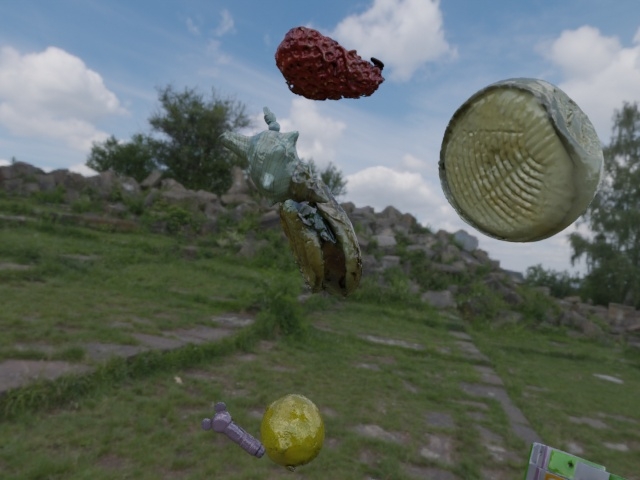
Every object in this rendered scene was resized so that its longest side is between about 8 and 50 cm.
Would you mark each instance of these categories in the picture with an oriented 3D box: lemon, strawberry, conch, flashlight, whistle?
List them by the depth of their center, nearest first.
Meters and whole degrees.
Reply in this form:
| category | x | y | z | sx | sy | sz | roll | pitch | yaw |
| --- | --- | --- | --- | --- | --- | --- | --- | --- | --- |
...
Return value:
| category | x | y | z | sx | sy | sz | roll | pitch | yaw |
| --- | --- | --- | --- | --- | --- | --- | --- | --- | --- |
| flashlight | -0.136 | 0.310 | 0.763 | 0.110 | 0.052 | 0.031 | 39 | -5 | -2 |
| strawberry | 0.010 | -0.282 | 0.794 | 0.188 | 0.082 | 0.121 | 22 | -10 | 5 |
| conch | -0.082 | -0.146 | 0.906 | 0.234 | 0.137 | 0.114 | 47 | 14 | -11 |
| lemon | -0.074 | 0.502 | 1.263 | 0.174 | 0.173 | 0.206 | 5 | 25 | -5 |
| whistle | -0.139 | -0.338 | 1.336 | 0.035 | 0.100 | 0.035 | -21 | -23 | -9 |

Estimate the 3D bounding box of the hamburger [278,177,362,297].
| category | x | y | z | sx | sy | sz | roll | pitch | yaw |
| --- | --- | --- | --- | --- | --- | --- | --- | --- | --- |
| hamburger | -0.001 | -0.002 | 1.118 | 0.134 | 0.285 | 0.265 | -20 | -33 | -8 |

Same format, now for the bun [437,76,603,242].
| category | x | y | z | sx | sy | sz | roll | pitch | yaw |
| --- | --- | --- | --- | --- | --- | --- | --- | --- | --- |
| bun | 0.457 | -0.180 | 1.069 | 0.202 | 0.364 | 0.364 | -13 | 7 | -33 |

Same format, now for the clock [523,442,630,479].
| category | x | y | z | sx | sy | sz | roll | pitch | yaw |
| --- | --- | --- | --- | --- | --- | --- | --- | --- | --- |
| clock | 0.489 | 0.527 | 0.852 | 0.166 | 0.235 | 0.309 | 19 | -14 | 7 |
